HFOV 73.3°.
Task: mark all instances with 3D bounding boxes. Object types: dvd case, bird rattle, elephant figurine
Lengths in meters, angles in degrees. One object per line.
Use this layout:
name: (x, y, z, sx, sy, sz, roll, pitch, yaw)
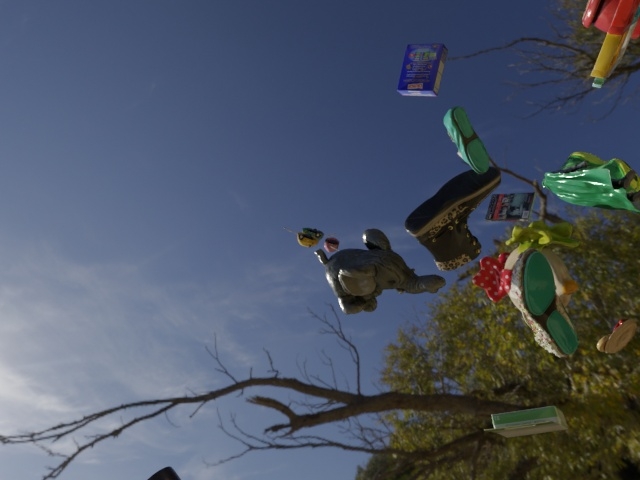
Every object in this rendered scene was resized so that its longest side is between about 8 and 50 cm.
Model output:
dvd case: (0.523, -0.092, 1.186, 0.013, 0.119, 0.087, 38, -115, -37)
bird rattle: (0.453, 0.078, 0.953, 0.143, 0.207, 0.253, 0, -42, -23)
elephant figurine: (0.120, 0.060, 0.945, 0.186, 0.169, 0.239, 1, -22, -21)

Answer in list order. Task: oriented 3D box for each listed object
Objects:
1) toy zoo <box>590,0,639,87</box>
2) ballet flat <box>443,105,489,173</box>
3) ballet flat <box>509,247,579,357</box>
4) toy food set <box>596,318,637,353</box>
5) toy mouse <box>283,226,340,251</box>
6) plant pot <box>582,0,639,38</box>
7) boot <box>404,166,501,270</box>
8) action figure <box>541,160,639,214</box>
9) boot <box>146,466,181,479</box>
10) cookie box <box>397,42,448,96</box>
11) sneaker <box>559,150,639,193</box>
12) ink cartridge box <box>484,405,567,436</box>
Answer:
toy zoo: (0.678, -0.488, 0.956, 0.192, 0.030, 0.293, -36, -39, -38)
ballet flat: (0.496, -0.339, 1.471, 0.083, 0.087, 0.247, -31, -81, -14)
ballet flat: (0.390, 0.116, 0.783, 0.091, 0.077, 0.241, -36, -71, -17)
toy food set: (0.568, 0.182, 0.818, 0.082, 0.020, 0.083, 16, -72, -35)
toy mouse: (0.000, 0.000, 1.148, 0.143, 0.161, 0.031, -12, -57, -59)
plant pot: (0.911, -0.725, 1.302, 0.174, 0.191, 0.191, 18, -50, 20)
boot: (0.524, -0.070, 1.586, 0.377, 0.138, 0.284, -38, -56, 3)
action figure: (0.546, -0.116, 0.893, 0.063, 0.232, 0.137, -46, -72, -1)
boot: (-0.210, 0.572, 0.775, 0.096, 0.280, 0.264, -24, -35, -36)
cookie box: (0.234, -0.391, 0.989, 0.040, 0.092, 0.107, 6, -82, -55)
sneaker: (0.718, -0.149, 1.118, 0.109, 0.295, 0.123, 40, -76, -10)
ink cartridge box: (0.549, 0.484, 1.155, 0.171, 0.056, 0.235, -23, -38, 28)
